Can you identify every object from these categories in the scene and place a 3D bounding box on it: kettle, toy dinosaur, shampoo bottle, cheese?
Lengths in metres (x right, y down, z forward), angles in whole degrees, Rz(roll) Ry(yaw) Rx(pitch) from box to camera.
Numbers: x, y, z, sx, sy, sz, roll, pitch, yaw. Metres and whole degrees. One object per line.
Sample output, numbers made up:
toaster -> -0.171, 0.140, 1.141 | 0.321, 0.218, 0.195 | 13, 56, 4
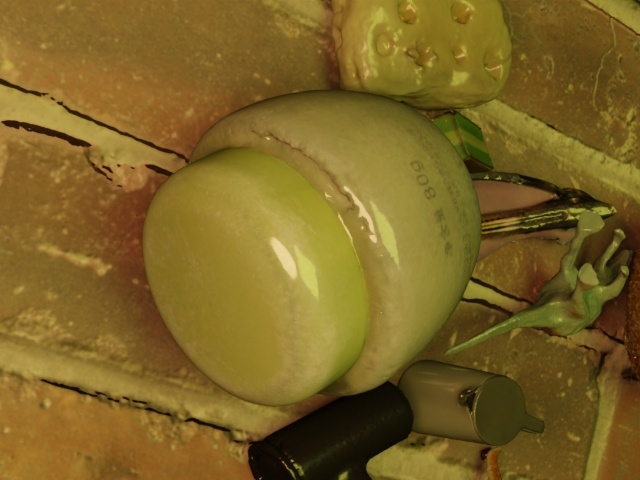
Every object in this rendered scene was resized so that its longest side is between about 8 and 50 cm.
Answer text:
kettle -> 0.186, 0.217, 1.349 | 0.098, 0.148, 0.127 | -43, 113, -27
toy dinosaur -> 0.334, 0.075, 1.454 | 0.393, 0.092, 0.205 | -36, 154, -27
shampoo bottle -> 0.000, 0.000, 1.121 | 0.317, 0.322, 0.322 | -30, 106, -36
cheese -> 0.134, -0.249, 1.353 | 0.263, 0.093, 0.159 | -2, 92, -35

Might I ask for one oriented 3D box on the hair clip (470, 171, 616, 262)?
hair clip -> 0.251, -0.032, 1.452 | 0.359, 0.095, 0.110 | -6, 123, -26

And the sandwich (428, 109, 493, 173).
sandwich -> 0.174, -0.121, 1.417 | 0.116, 0.074, 0.074 | 12, 60, -64

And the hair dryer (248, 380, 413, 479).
hair dryer -> 0.059, 0.306, 1.251 | 0.197, 0.089, 0.251 | -24, 72, -34

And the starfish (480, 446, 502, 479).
starfish -> 0.227, 0.505, 1.399 | 0.398, 0.132, 0.384 | -27, 100, -35

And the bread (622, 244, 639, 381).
bread -> 0.531, 0.098, 1.546 | 0.305, 0.159, 0.305 | 8, 90, -68
